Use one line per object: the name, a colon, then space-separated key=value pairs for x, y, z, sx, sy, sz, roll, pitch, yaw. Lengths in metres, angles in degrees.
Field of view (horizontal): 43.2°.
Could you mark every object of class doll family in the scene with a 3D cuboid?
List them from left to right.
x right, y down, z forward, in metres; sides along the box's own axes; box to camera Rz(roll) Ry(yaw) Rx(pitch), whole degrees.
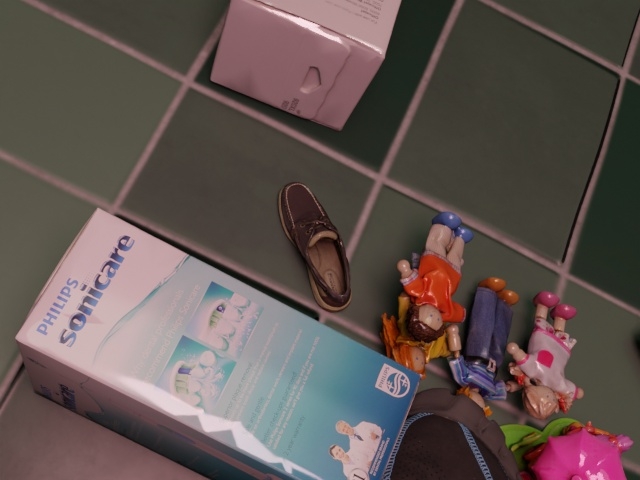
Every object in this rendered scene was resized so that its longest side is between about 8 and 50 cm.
doll family: x=0.153 y=0.106 z=0.853 sx=0.263 sy=0.118 sz=0.163 roll=34 pitch=57 yaw=-21

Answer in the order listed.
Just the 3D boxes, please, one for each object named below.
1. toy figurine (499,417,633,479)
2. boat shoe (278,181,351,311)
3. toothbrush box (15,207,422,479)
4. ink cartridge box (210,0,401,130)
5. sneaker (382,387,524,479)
toy figurine: x=0.249 y=0.225 z=0.793 sx=0.173 sy=0.159 sz=0.130 roll=-25 pitch=78 yaw=-23
boat shoe: x=0.000 y=0.000 z=0.868 sx=0.056 sy=0.049 sz=0.152 roll=-20 pitch=76 yaw=-21
toothbrush box: x=-0.096 y=0.125 z=0.705 sx=0.295 sy=0.216 sz=0.126 roll=26 pitch=65 yaw=-3
ink cartridge box: x=-0.001 y=-0.280 z=0.907 sx=0.168 sy=0.171 sz=0.233 roll=20 pitch=66 yaw=-7
sneaker: x=0.170 y=0.291 z=0.689 sx=0.341 sy=0.125 sz=0.139 roll=43 pitch=33 yaw=8
